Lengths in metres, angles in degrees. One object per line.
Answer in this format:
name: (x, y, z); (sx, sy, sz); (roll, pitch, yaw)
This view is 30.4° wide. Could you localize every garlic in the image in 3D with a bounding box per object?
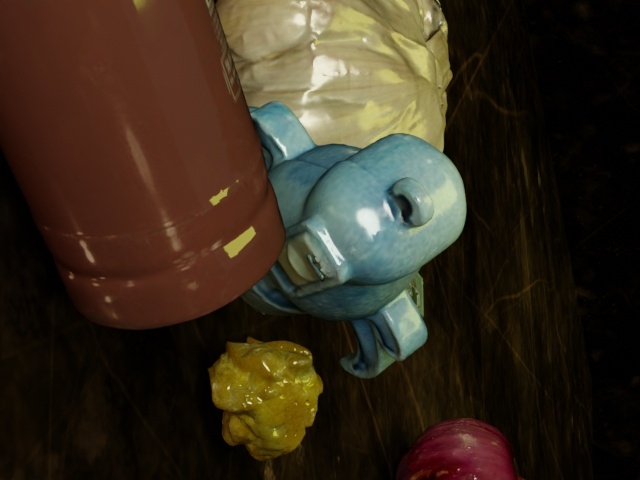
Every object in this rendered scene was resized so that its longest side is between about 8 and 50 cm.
garlic: (0.015, -0.110, 0.832); (0.228, 0.152, 0.227); (2, 90, -72)

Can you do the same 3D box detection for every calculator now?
calculator: (0.086, 0.038, 1.244); (0.172, 0.018, 0.057); (48, 41, -65)

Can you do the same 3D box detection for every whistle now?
whistle: (0.000, 0.000, 0.671); (0.180, 0.093, 0.269); (58, -20, -5)

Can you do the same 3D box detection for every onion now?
onion: (0.149, 0.262, 1.159); (0.177, 0.154, 0.177); (58, -17, 29)

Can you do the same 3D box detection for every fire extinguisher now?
fire extinguisher: (-0.116, -0.127, 0.496); (0.114, 0.135, 0.337); (-33, 128, -23)

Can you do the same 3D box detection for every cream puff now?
cream puff: (-0.036, 0.097, 0.751); (0.083, 0.058, 0.083); (27, 97, -42)
